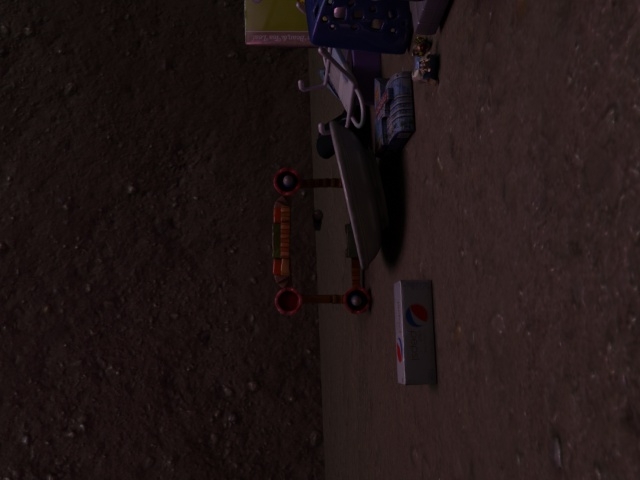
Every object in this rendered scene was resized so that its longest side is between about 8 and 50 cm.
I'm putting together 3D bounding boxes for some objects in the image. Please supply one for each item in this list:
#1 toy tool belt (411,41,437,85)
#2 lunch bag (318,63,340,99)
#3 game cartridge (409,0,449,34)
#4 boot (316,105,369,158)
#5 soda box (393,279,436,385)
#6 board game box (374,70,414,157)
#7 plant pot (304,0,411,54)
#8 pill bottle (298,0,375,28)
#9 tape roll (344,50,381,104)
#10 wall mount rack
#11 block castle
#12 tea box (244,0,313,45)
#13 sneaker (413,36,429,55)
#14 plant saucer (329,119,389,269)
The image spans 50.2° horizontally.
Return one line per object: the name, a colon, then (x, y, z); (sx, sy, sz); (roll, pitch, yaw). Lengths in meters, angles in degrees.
toy tool belt: (0.215, -0.352, 1.364); (0.051, 0.052, 0.083); (21, 119, 49)
lunch bag: (0.069, -0.538, 2.362); (0.151, 0.096, 0.129); (61, -177, -19)
game cartridge: (0.210, -0.605, 1.310); (0.230, 0.068, 0.355); (96, 171, -69)
boot: (0.061, -0.294, 2.118); (0.207, 0.094, 0.247); (-33, 43, 56)
soda box: (0.197, 0.193, 1.438); (0.074, 0.069, 0.216); (123, 146, -79)
board game box: (0.171, -0.322, 1.647); (0.194, 0.060, 0.194); (118, 150, -77)
plant pot: (0.097, -0.588, 1.561); (0.212, 0.235, 0.236); (108, 162, -53)
pill bottle: (0.000, -0.729, 1.876); (0.334, 0.187, 0.188); (46, 155, 20)
tape roll: (0.119, -0.489, 1.989); (0.189, 0.080, 0.189); (180, 90, -82)
wall mount rack: (0.018, -0.472, 1.884); (0.304, 0.130, 0.350); (95, 158, -52)
block castle: (0.000, 0.000, 2.130); (0.213, 0.302, 0.454); (136, 133, -89)
tea box: (-0.049, -0.765, 2.121); (0.220, 0.328, 0.324); (-44, -43, -70)
sneaker: (0.209, -0.413, 1.438); (0.083, 0.031, 0.035); (-158, 68, -83)
plant saucer: (0.111, -0.127, 1.795); (0.400, 0.100, 0.401); (-13, -90, -87)
